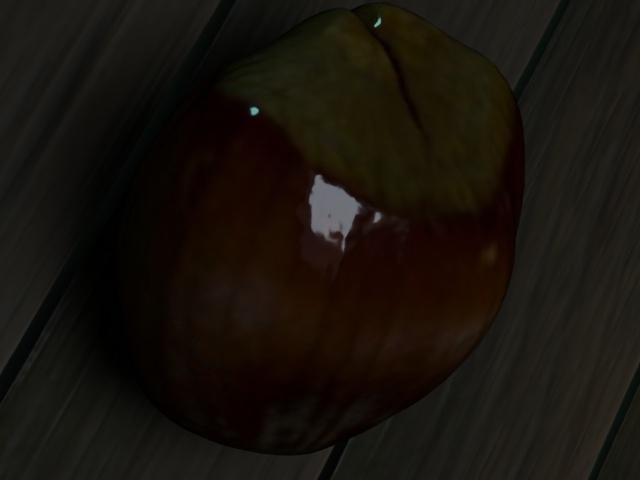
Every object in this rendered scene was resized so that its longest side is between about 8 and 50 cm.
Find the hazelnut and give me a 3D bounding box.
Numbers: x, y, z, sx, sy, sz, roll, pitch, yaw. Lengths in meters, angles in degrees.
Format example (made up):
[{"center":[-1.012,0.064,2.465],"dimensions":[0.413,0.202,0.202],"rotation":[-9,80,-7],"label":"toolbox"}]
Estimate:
[{"center":[-0.002,-0.002,0.804],"dimensions":[0.212,0.181,0.181],"rotation":[-10,71,-42],"label":"hazelnut"}]
